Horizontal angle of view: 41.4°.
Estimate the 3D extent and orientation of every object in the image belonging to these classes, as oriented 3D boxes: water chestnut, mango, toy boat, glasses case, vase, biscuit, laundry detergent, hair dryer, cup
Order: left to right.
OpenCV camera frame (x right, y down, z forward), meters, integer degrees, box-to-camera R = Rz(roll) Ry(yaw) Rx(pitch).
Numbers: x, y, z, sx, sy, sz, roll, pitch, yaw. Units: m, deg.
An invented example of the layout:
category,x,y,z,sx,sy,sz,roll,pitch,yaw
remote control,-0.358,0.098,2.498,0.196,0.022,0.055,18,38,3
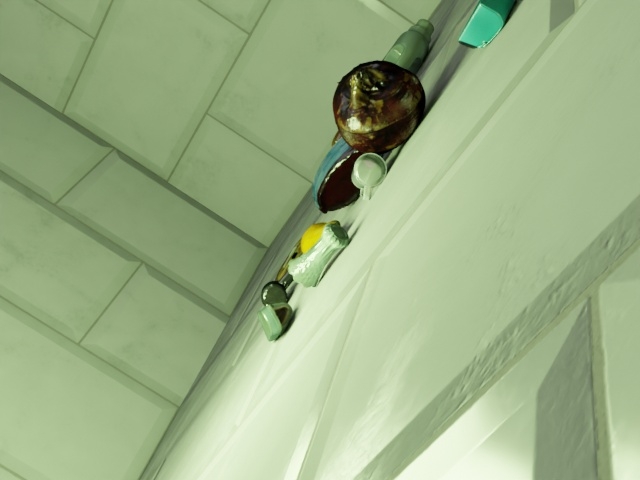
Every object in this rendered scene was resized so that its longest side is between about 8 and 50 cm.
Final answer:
category,x,y,z,sx,sy,sz,roll,pitch,yaw
biscuit,-0.073,0.060,2.472,0.183,0.047,0.320,-60,7,-1
hair dryer,-0.063,0.080,2.231,0.248,0.070,0.114,-48,4,0
mango,0.000,0.000,2.005,0.098,0.075,0.190,-64,14,-14
vase,0.000,0.027,1.836,0.149,0.081,0.081,-50,8,34
toy boat,0.072,-0.193,2.158,0.309,0.129,0.142,-52,22,31
cup,0.107,-0.141,1.952,0.116,0.074,0.104,136,138,-82
water chestnut,0.130,-0.319,1.937,0.223,0.238,0.224,-17,47,19
laundry detergent,0.262,-0.576,2.804,0.398,0.125,0.264,-56,4,-17
glasses case,0.377,-0.520,1.730,0.301,0.070,0.117,-62,1,-31

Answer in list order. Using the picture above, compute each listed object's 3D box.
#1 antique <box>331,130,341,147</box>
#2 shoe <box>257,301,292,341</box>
category,x,y,z,sx,sy,sz,roll,pitch,yaw
antique,0.148,-0.363,2.495,0.278,0.129,0.223,-58,6,-9
shoe,-0.096,0.178,1.920,0.078,0.079,0.195,-22,-7,-6
